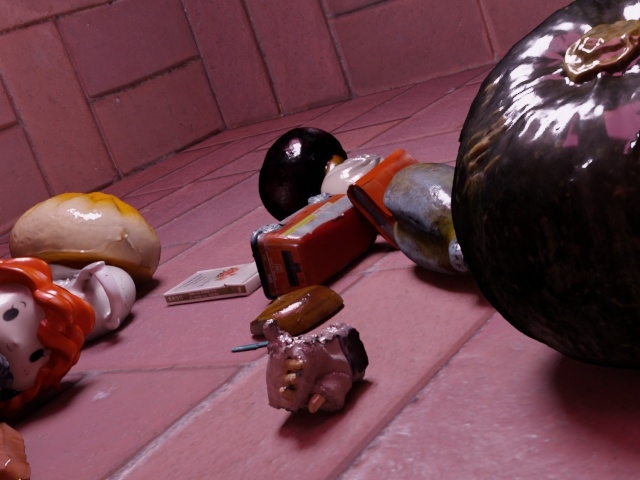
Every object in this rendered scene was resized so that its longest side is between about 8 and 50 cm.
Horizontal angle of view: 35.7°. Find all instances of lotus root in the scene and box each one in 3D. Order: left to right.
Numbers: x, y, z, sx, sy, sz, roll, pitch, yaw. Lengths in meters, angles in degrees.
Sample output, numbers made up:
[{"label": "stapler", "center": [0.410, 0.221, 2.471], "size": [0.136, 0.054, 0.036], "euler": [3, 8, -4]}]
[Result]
[{"label": "lotus root", "center": [0.196, -0.026, 1.443], "size": [0.140, 0.158, 0.322], "euler": [-19, 19, -12]}]

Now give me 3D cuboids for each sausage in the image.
[{"label": "sausage", "center": [-0.394, 0.282, 1.238], "size": [0.065, 0.065, 0.169], "euler": [-23, 15, -16]}]

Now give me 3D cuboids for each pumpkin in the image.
[{"label": "pumpkin", "center": [0.355, -0.071, 1.006], "size": [0.454, 0.344, 0.454], "euler": [-27, 27, 15]}]

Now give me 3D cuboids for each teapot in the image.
[{"label": "teapot", "center": [-0.433, 0.102, 1.802], "size": [0.208, 0.165, 0.300], "euler": [-15, -2, -39]}]

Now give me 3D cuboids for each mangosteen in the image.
[{"label": "mangosteen", "center": [-0.003, -0.120, 2.035], "size": [0.250, 0.211, 0.211], "euler": [18, 25, 13]}]

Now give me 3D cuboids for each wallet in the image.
[{"label": "wallet", "center": [0.140, -0.077, 1.752], "size": [0.045, 0.142, 0.204], "euler": [-42, -2, 36]}]

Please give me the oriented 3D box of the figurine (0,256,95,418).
[{"label": "figurine", "center": [-0.515, 0.187, 1.425], "size": [0.306, 0.241, 0.412], "euler": [-38, 8, 20]}]

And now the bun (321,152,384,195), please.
[{"label": "bun", "center": [0.087, -0.104, 1.875], "size": [0.173, 0.119, 0.173], "euler": [2, 9, 0]}]

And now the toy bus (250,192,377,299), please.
[{"label": "toy bus", "center": [0.000, 0.000, 1.694], "size": [0.120, 0.121, 0.265], "euler": [-4, 18, 35]}]

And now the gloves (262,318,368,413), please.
[{"label": "gloves", "center": [-0.010, 0.148, 1.164], "size": [0.144, 0.110, 0.094], "euler": [8, -16, -42]}]

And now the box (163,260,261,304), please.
[{"label": "box", "center": [-0.181, 0.076, 1.810], "size": [0.198, 0.029, 0.109], "euler": [-10, 17, 36]}]

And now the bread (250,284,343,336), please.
[{"label": "bread", "center": [-0.042, 0.103, 1.492], "size": [0.126, 0.044, 0.129], "euler": [-8, 21, 43]}]

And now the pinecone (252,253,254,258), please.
[{"label": "pinecone", "center": [-0.089, 0.014, 1.839], "size": [0.083, 0.077, 0.077], "euler": [-25, 10, 24]}]

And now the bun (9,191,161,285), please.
[{"label": "bun", "center": [-0.465, -0.013, 1.992], "size": [0.299, 0.164, 0.299], "euler": [0, -18, 0]}]

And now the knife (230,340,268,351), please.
[{"label": "knife", "center": [-0.092, 0.153, 1.441], "size": [0.091, 0.005, 0.014], "euler": [-12, 13, 27]}]
